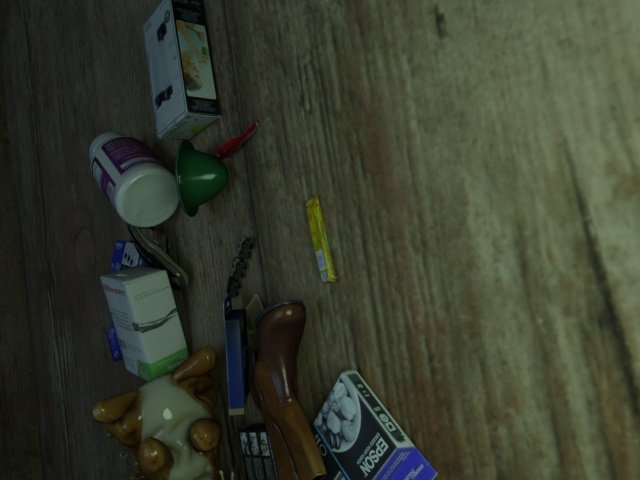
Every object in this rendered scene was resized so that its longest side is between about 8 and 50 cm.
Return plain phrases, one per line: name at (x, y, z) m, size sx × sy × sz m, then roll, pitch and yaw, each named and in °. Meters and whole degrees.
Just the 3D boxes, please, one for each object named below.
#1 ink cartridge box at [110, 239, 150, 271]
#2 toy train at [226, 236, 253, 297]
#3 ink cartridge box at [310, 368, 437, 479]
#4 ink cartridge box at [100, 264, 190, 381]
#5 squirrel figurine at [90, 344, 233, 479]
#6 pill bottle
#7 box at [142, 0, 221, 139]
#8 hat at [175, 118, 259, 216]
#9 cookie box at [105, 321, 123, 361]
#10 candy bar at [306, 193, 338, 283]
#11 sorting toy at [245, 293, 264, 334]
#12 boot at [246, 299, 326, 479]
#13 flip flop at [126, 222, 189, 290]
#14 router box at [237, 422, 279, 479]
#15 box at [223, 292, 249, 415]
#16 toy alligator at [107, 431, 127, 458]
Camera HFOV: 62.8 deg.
ink cartridge box at (-0.559, 0.055, 1.551) m, size 0.207 × 0.046 × 0.097 m, roll 7°, pitch 85°, yaw 51°
toy train at (-0.177, 0.056, 1.138) m, size 0.036 × 0.027 × 0.158 m, roll 53°, pitch 131°, yaw 46°
ink cartridge box at (0.066, 0.359, 0.866) m, size 0.208 × 0.045 × 0.206 m, roll 47°, pitch 126°, yaw 35°
ink cartridge box at (-0.457, 0.212, 1.372) m, size 0.198 × 0.114 × 0.273 m, roll 3°, pitch 108°, yaw 50°
squirrel figurine at (-0.314, 0.510, 1.208) m, size 0.370 × 0.281 × 0.397 m, roll 56°, pitch 147°, yaw 16°
pill bottle at (-0.505, -0.175, 1.393) m, size 0.301 × 0.169 × 0.169 m, roll 42°, pitch 123°, yaw 39°
box at (-0.329, -0.399, 1.228) m, size 0.169 × 0.087 × 0.290 m, roll -19°, pitch 79°, yaw 49°
hat at (-0.209, -0.144, 1.160) m, size 0.208 × 0.183 × 0.173 m, roll 76°, pitch -169°, yaw -82°
cookie box at (-0.658, 0.327, 1.713) m, size 0.092 × 0.040 × 0.107 m, roll -43°, pitch 61°, yaw 42°
candy bar at (0.000, 0.000, 0.931) m, size 0.040 × 0.018 × 0.162 m, roll -25°, pitch 75°, yaw 51°
sorting toy at (-0.139, 0.161, 1.112) m, size 0.083 × 0.012 × 0.062 m, roll -55°, pitch 52°, yaw 36°
boot at (-0.056, 0.277, 0.914) m, size 0.264 × 0.096 × 0.280 m, roll -60°, pitch 38°, yaw 35°
flip flop at (-0.425, 0.020, 1.387) m, size 0.277 × 0.080 × 0.112 m, roll 39°, pitch 149°, yaw 23°
router box at (-0.103, 0.469, 1.071) m, size 0.133 × 0.046 × 0.179 m, roll -23°, pitch 76°, yaw 48°
box at (-0.173, 0.227, 1.085) m, size 0.136 × 0.036 × 0.225 m, roll -148°, pitch 54°, yaw -86°
toy alligator at (-0.672, 0.642, 1.754) m, size 0.190 × 0.056 × 0.051 m, roll 57°, pitch 174°, yaw 28°
